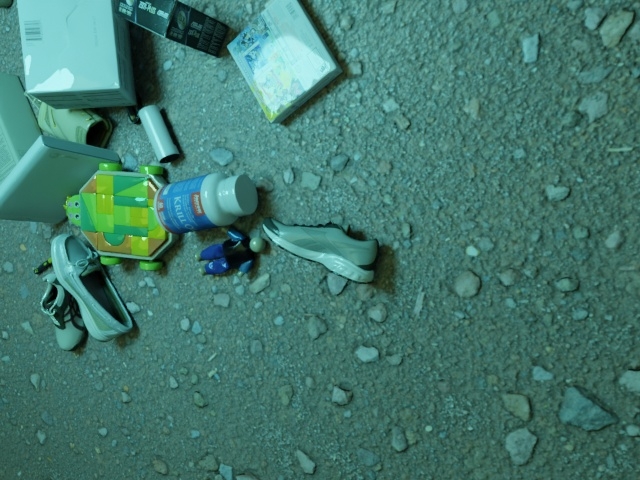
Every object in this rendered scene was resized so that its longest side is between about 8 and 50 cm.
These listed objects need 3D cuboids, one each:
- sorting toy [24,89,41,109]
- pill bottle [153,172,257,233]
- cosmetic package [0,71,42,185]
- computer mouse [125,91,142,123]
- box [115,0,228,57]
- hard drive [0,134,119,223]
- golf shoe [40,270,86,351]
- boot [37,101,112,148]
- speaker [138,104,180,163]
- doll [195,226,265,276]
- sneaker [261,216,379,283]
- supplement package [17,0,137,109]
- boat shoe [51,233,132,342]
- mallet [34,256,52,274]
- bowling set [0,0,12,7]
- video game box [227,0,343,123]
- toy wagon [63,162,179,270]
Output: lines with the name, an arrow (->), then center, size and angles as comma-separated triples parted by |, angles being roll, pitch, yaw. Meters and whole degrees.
sorting toy -> -0.782, -0.410, 1.299 | 0.083, 0.045, 0.075 | 47, 105, 12
pill bottle -> -0.262, -0.088, 1.059 | 0.221, 0.124, 0.124 | -9, 93, 25
cosmetic package -> -0.914, -0.312, 1.332 | 0.160, 0.113, 0.310 | -24, 86, 25
computer mouse -> -0.525, -0.412, 1.180 | 0.071, 0.041, 0.242 | -29, 85, 24
box -> -0.317, -0.480, 0.998 | 0.147, 0.180, 0.078 | 31, 109, 18
hard drive -> -0.707, -0.148, 1.210 | 0.307, 0.203, 0.040 | -34, 71, 25
golf shoe -> -0.752, 0.202, 1.328 | 0.105, 0.120, 0.273 | 14, 104, 20
boot -> -0.635, -0.369, 1.205 | 0.203, 0.095, 0.262 | 31, 110, 18
speaker -> -0.399, -0.261, 1.136 | 0.055, 0.055, 0.136 | -26, 86, 25
doll -> -0.214, 0.027, 1.097 | 0.188, 0.046, 0.129 | -16, 92, 26
sneaker -> 0.000, 0.000, 0.978 | 0.271, 0.100, 0.108 | 22, 92, 17
supplement package -> -0.567, -0.462, 1.083 | 0.203, 0.145, 0.262 | -5, 91, -6
boat shoe -> -0.625, 0.122, 1.264 | 0.103, 0.118, 0.321 | -23, 91, 19
mallet -> -0.807, 0.067, 1.382 | 0.189, 0.039, 0.062 | -36, 84, 29
bowling set -> -0.830, -0.740, 1.210 | 0.199, 0.154, 0.287 | 32, 109, 17
video game box -> -0.079, -0.387, 0.977 | 0.187, 0.048, 0.205 | -32, 84, 23
toy wagon -> -0.531, -0.066, 1.194 | 0.344, 0.068, 0.268 | 6, 99, 12
